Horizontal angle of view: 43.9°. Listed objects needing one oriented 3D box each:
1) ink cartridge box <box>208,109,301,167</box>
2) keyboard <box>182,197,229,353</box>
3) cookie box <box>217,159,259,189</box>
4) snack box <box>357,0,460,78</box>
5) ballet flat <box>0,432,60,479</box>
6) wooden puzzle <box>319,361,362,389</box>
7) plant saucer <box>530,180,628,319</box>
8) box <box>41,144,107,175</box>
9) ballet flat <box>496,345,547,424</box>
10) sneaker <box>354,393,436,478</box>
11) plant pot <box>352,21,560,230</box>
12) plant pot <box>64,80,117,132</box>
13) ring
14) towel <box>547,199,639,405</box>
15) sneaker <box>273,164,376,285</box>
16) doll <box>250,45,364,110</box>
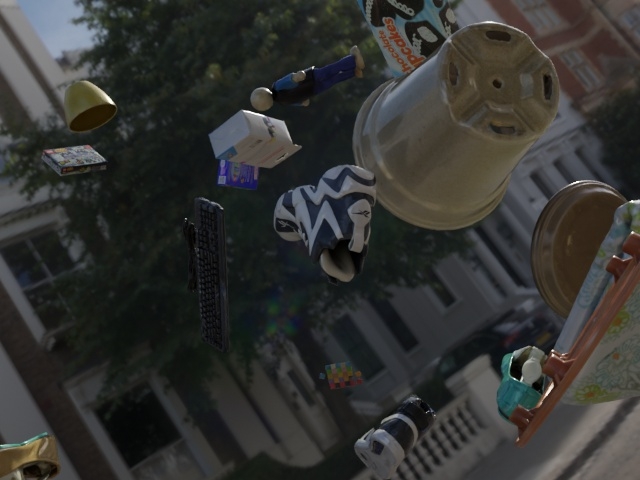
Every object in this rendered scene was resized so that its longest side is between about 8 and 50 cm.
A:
[{"bbox_3d":[-0.137,-0.213,1.700,0.104,0.062,0.181,-30,-20,30],"label":"ink cartridge box"},{"bbox_3d":[-0.247,0.065,1.681,0.033,0.317,0.201,-8,16,-30],"label":"keyboard"},{"bbox_3d":[-0.212,-0.181,2.061,0.040,0.092,0.107,7,0,43],"label":"cookie box"},{"bbox_3d":[0.217,-0.457,1.775,0.187,0.322,0.060,5,51,41],"label":"snack box"},{"bbox_3d":[-0.417,0.311,1.080,0.080,0.073,0.232,-26,-9,7],"label":"ballet flat"},{"bbox_3d":[0.039,0.261,1.536,0.083,0.049,0.006,-7,-30,-12],"label":"wooden puzzle"},{"bbox_3d":[0.526,0.023,1.533,0.278,0.278,0.041,-31,14,-21],"label":"plant saucer"},{"bbox_3d":[-0.639,-0.209,2.066,0.137,0.094,0.027,-17,-45,-47],"label":"box"},{"bbox_3d":[0.358,0.233,1.371,0.087,0.083,0.247,-61,-8,21],"label":"ballet flat"},{"bbox_3d":[0.131,0.317,1.298,0.121,0.079,0.217,-41,-10,-21],"label":"sneaker"},{"bbox_3d":[0.258,-0.222,1.433,0.333,0.334,0.305,-31,-7,-20],"label":"plant pot"},{"bbox_3d":[-0.611,-0.357,2.065,0.134,0.095,0.134,-28,-8,-4],"label":"plant pot"},{"bbox_3d":[0.298,0.078,0.865,0.336,0.032,0.337,-50,-19,-24],"label":"ring"},{"bbox_3d":[0.543,0.096,1.222,0.320,0.090,0.375,-5,-52,-21],"label":"towel"},{"bbox_3d":[0.000,0.000,1.168,0.094,0.153,0.235,17,-25,-34],"label":"sneaker"},{"bbox_3d":[-0.023,-0.252,1.291,0.189,0.046,0.129,-23,-10,-7],"label":"doll"}]
